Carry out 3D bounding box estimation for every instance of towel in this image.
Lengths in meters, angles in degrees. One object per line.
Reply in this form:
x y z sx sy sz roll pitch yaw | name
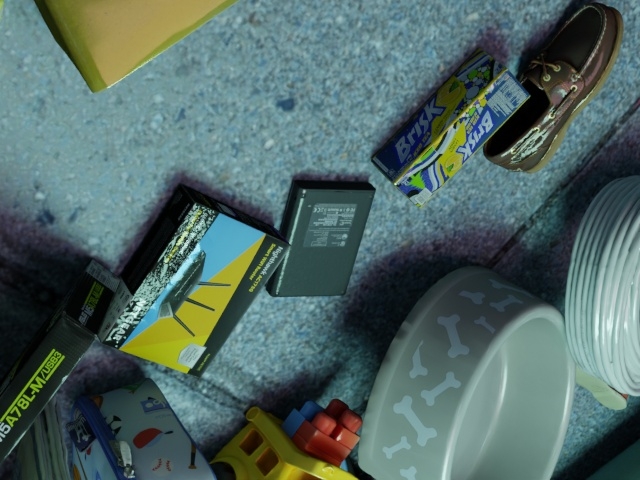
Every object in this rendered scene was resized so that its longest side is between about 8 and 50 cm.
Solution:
-0.298 0.325 1.358 0.034 0.209 0.285 8 117 -21 | towel

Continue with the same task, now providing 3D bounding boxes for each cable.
0.375 0.051 1.570 0.257 0.089 0.257 36 74 -52 | cable

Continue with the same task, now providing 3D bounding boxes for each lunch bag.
-0.181 0.308 1.388 0.115 0.243 0.303 -13 126 -22 | lunch bag

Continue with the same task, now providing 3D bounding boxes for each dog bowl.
0.182 0.208 1.526 0.349 0.102 0.348 -27 126 -46 | dog bowl

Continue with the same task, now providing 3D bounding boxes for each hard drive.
0.000 0.000 1.430 0.094 0.022 0.135 0 120 -29 | hard drive

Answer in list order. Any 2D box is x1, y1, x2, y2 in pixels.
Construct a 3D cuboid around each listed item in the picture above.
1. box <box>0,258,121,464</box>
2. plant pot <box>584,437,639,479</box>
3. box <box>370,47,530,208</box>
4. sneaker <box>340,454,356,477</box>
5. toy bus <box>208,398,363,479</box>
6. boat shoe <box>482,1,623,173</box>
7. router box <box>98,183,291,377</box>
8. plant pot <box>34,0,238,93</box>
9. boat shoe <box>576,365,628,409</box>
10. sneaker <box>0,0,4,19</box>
-0.266 0.121 1.257 0.045 0.190 0.184 38 101 -10 | box
0.448 0.430 1.786 0.334 0.341 0.341 -32 131 4 | plant pot
0.137 -0.118 1.404 0.169 0.059 0.054 -45 130 4 | box
0.038 0.322 1.646 0.078 0.067 0.188 -47 130 -35 | sneaker
-0.022 0.281 1.483 0.149 0.220 0.211 38 92 -35 | toy bus
0.248 -0.164 1.427 0.073 0.073 0.207 13 113 -37 | boat shoe
-0.134 0.044 1.369 0.133 0.046 0.179 24 106 -38 | router box
-0.160 -0.273 1.056 0.212 0.212 0.187 -35 117 -5 | plant pot
0.365 0.174 1.736 0.137 0.049 0.043 42 53 -38 | boat shoe
-0.366 -0.237 1.045 0.240 0.091 0.126 5 99 -31 | sneaker
